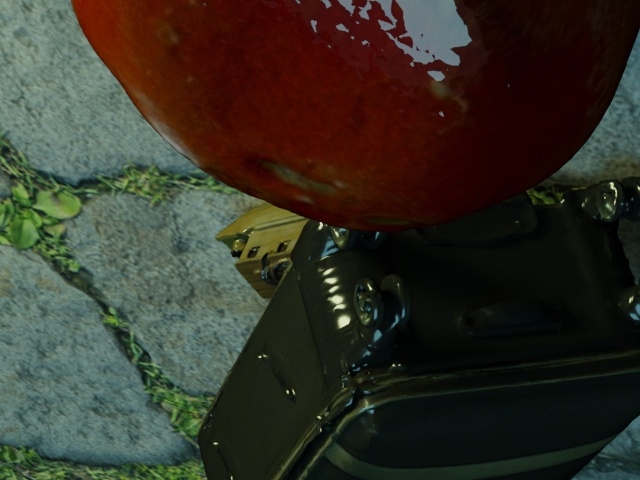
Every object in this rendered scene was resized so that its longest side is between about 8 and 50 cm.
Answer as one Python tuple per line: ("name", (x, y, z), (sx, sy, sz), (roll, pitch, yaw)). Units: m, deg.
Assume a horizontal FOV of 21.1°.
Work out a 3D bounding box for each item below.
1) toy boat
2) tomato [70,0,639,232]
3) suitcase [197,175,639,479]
("toy boat", (0.000, 0.000, 1.351), (0.200, 0.077, 0.057), (-12, 131, 37))
("tomato", (0.033, -0.174, 0.955), (0.325, 0.293, 0.290), (37, 154, -4))
("suitcase", (0.078, 0.125, 1.319), (0.283, 0.194, 0.434), (-5, 153, -23))
